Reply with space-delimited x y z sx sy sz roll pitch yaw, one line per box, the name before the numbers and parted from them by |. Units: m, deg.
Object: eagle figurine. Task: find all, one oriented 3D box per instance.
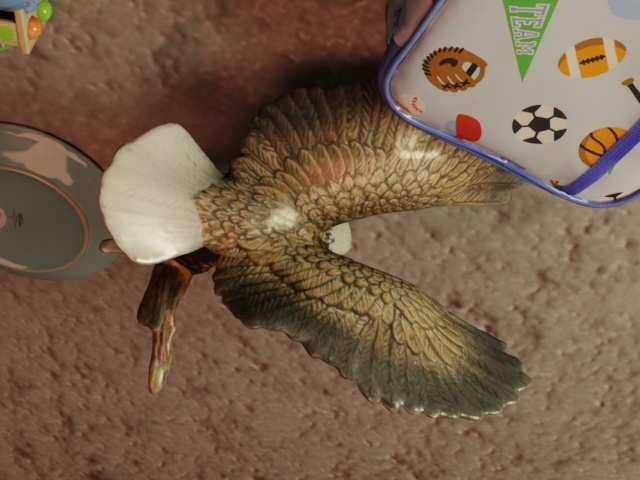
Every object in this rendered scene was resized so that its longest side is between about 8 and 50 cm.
eagle figurine | 0.005 -0.004 0.889 0.298 0.225 0.226 2 122 25

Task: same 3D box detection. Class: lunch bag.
lunch bag | 0.195 -0.160 0.739 0.243 0.115 0.303 26 135 -16

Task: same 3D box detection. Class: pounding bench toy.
pounding bench toy | -0.231 -0.161 0.869 0.065 0.052 0.083 8 136 4

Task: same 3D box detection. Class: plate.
plate | -0.262 -0.023 1.036 0.188 0.024 0.188 6 136 6

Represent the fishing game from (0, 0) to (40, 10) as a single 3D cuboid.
fishing game | -0.229 -0.243 0.777 0.189 0.041 0.264 23 119 -4
